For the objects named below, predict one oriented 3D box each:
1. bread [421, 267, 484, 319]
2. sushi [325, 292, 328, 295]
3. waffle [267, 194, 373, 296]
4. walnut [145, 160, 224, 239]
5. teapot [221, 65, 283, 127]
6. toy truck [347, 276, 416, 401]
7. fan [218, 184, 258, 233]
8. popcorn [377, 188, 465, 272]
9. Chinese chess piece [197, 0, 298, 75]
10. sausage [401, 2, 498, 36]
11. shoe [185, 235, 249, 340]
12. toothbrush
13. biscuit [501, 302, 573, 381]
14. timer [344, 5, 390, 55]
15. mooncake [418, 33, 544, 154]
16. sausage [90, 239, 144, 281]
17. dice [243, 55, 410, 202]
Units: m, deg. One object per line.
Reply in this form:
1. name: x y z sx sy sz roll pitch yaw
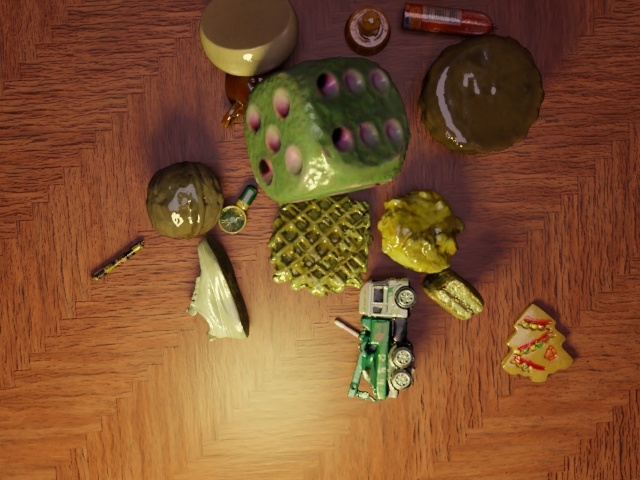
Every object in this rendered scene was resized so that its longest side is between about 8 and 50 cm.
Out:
1. bread: 0.371 0.147 1.727 0.138 0.196 0.102 35 98 -8
2. sushi: 0.019 0.100 1.793 0.055 0.052 0.120 18 93 13
3. waffle: 0.000 0.000 1.724 0.298 0.073 0.316 4 69 3
4. walnut: -0.373 -0.109 1.700 0.225 0.224 0.224 0 95 0
5. teapot: -0.194 -0.417 1.702 0.178 0.135 0.252 40 93 0
6. toy truck: 0.183 0.279 1.739 0.178 0.176 0.362 6 90 7
7. fan: -0.233 -0.091 1.778 0.082 0.039 0.155 35 93 -3
8. popcorn: 0.283 -0.024 1.730 0.266 0.192 0.232 5 79 -24
9. Chinese chess piece: -0.192 -0.565 1.648 0.274 0.102 0.273 -2 62 5
10. sausage: 0.365 -0.615 1.718 0.274 0.074 0.074 5 95 -1
11. shoe: -0.321 0.154 1.763 0.160 0.124 0.316 -20 95 8
12. toothbrush: 0.161 0.316 1.827 0.287 0.020 0.025 34 89 -4
13. biscuit: 0.640 0.304 1.820 0.213 0.041 0.238 -6 96 2
14. timer: 0.135 -0.588 1.678 0.132 0.152 0.131 0 95 0
15. mooncake: 0.430 -0.391 1.684 0.325 0.187 0.323 0 95 -3
16. sausage: -0.593 0.061 1.794 0.198 0.028 0.025 -35 71 2
17. dice: 0.014 -0.274 1.571 0.323 0.330 0.317 -14 92 -36
